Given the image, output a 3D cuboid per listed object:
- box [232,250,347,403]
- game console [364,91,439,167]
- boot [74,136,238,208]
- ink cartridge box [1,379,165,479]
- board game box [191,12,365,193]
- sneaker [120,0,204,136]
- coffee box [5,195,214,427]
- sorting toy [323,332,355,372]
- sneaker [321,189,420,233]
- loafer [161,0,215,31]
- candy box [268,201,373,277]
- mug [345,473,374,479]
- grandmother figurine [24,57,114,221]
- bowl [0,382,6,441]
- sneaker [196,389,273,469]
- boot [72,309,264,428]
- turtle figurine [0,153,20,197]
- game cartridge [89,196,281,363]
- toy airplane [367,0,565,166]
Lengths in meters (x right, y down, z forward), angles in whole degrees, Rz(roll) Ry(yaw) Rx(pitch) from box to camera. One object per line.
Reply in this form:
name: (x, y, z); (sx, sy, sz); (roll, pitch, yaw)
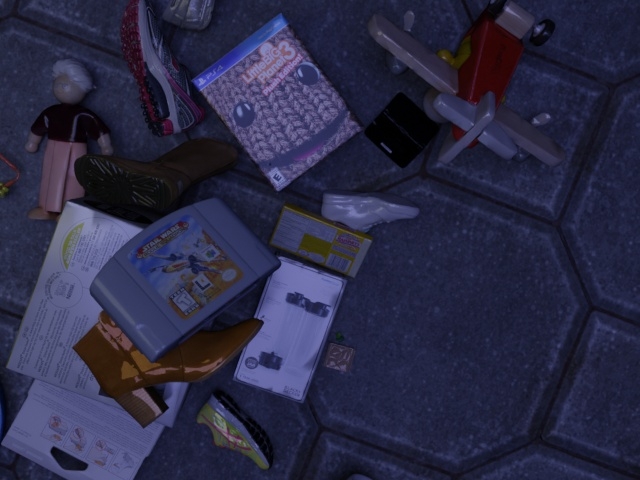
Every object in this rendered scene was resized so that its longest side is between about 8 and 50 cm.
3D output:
box: (-0.066, 0.186, 1.819); (0.169, 0.087, 0.290); (18, 94, -3)
game console: (0.177, -0.240, 1.829); (0.122, 0.071, 0.107); (42, 122, -4)
boot: (-0.330, -0.151, 1.707); (0.236, 0.269, 0.089); (19, 118, 14)
ink cartridge box: (-0.502, 0.394, 1.833); (0.296, 0.066, 0.261); (29, 93, -4)
board game box: (-0.086, -0.281, 1.752); (0.232, 0.141, 0.291); (-37, 95, 1)
sneaker: (-0.339, -0.370, 1.762); (0.112, 0.121, 0.299); (-18, 95, -29)
coffee box: (-0.373, 0.117, 1.677); (0.334, 0.337, 0.338); (20, 95, -4)
sorting toy: (0.045, 0.248, 1.865); (0.062, 0.012, 0.083); (16, 98, 2)
sneaker: (0.107, -0.054, 1.819); (0.212, 0.080, 0.094); (6, 106, 4)
loafer: (-0.255, -0.599, 1.735); (0.111, 0.112, 0.319); (11, 95, -11)
candy box: (0.000, 0.000, 1.817); (0.206, 0.027, 0.105); (22, 118, -4)
mug: (0.077, 0.735, 1.802); (0.328, 0.276, 0.374); (-46, 125, 8)
grandmother figurine: (-0.532, -0.210, 1.763); (0.208, 0.104, 0.342); (6, 95, 3)
bowl: (-0.877, 0.375, 1.814); (0.391, 0.077, 0.391); (0, 95, -2)
sneaker: (-0.190, 0.433, 1.847); (0.094, 0.081, 0.208); (-43, 88, 9)
boot: (-0.270, 0.165, 1.469); (0.295, 0.104, 0.211); (-38, 90, -5)
turtle figurine: (-0.793, -0.107, 1.769); (0.269, 0.087, 0.217); (18, 79, -10)
game cartridge: (-0.238, 0.053, 1.454); (0.297, 0.062, 0.198); (-38, 81, -30)
toy airplane: (0.301, -0.299, 1.701); (0.384, 0.272, 0.386); (-15, 81, -32)
